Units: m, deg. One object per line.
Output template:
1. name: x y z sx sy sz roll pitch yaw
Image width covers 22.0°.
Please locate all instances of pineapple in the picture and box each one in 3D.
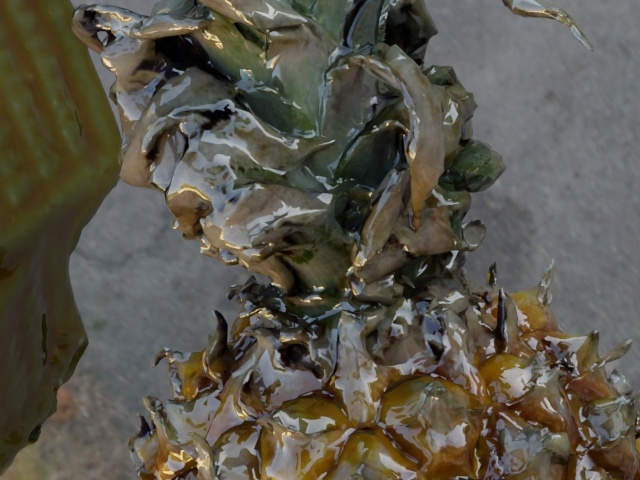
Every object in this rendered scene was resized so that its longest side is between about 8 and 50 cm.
1. pineapple: 0.000 0.000 0.659 0.262 0.272 0.262 -12 18 4

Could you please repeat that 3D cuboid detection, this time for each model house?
1. model house: -0.205 -0.016 0.784 0.239 0.268 0.173 -24 8 -27
